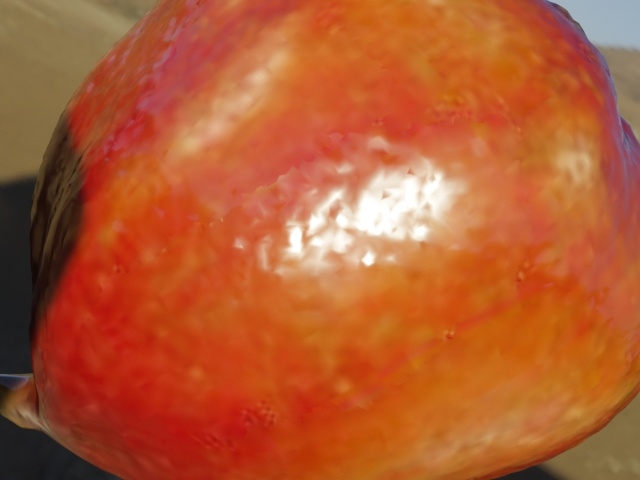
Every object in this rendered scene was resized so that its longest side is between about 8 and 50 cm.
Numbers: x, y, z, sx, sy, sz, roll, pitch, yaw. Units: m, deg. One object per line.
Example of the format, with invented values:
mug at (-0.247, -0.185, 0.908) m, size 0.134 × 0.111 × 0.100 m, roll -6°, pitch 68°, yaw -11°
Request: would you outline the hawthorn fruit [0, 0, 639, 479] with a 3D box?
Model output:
hawthorn fruit at (0.013, -0.009, 0.755) m, size 0.295 × 0.295 × 0.311 m, roll 33°, pitch 52°, yaw 21°
